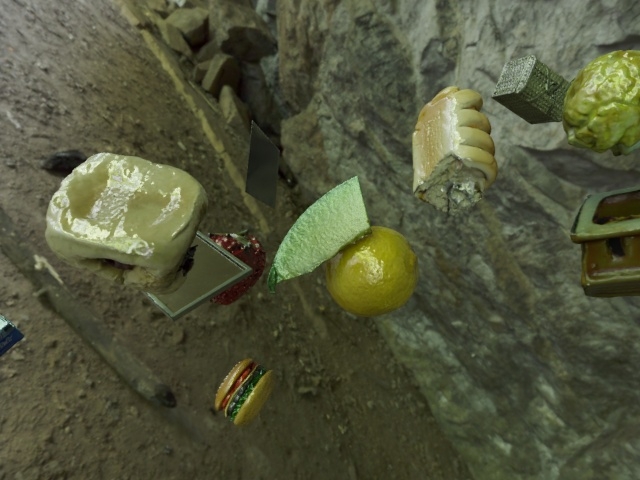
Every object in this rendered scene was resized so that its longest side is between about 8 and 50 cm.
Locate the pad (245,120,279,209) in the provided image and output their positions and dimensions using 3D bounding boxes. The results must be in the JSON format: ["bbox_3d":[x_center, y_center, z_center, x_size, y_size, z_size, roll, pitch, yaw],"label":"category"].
[{"bbox_3d":[-0.108,-0.137,0.877,0.190,0.004,0.128,27,68,-79],"label":"pad"}]

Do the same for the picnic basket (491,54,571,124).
[{"bbox_3d":[0.680,-0.472,1.435,0.196,0.134,0.154,24,0,-20],"label":"picnic basket"}]

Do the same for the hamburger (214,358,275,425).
[{"bbox_3d":[-0.182,0.368,1.112,0.115,0.162,0.162,33,5,8],"label":"hamburger"}]

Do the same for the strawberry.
[{"bbox_3d":[-0.229,0.071,1.156,0.184,0.202,0.187,8,8,-23],"label":"strawberry"}]

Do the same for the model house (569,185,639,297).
[{"bbox_3d":[0.642,0.022,0.912,0.173,0.267,0.239,-62,139,-55],"label":"model house"}]

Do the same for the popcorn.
[{"bbox_3d":[0.539,-0.236,0.825,0.212,0.198,0.198,43,11,-18],"label":"popcorn"}]

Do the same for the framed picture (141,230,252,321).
[{"bbox_3d":[-0.281,0.046,0.898,0.249,0.184,0.016,29,-45,32],"label":"framed picture"}]

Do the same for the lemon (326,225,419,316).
[{"bbox_3d":[0.098,0.063,0.906,0.178,0.203,0.179,45,33,-41],"label":"lemon"}]

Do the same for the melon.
[{"bbox_3d":[-0.001,0.001,0.841,0.114,0.261,0.053,47,-1,12],"label":"melon"}]

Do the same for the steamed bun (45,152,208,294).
[{"bbox_3d":[-0.219,0.000,0.552,0.155,0.172,0.141,94,11,-52],"label":"steamed bun"}]

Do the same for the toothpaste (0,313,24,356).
[{"bbox_3d":[-0.587,0.095,0.713,0.272,0.066,0.053,28,-33,17],"label":"toothpaste"}]

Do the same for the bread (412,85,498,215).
[{"bbox_3d":[0.184,-0.126,0.627,0.084,0.119,0.178,13,65,-23],"label":"bread"}]
